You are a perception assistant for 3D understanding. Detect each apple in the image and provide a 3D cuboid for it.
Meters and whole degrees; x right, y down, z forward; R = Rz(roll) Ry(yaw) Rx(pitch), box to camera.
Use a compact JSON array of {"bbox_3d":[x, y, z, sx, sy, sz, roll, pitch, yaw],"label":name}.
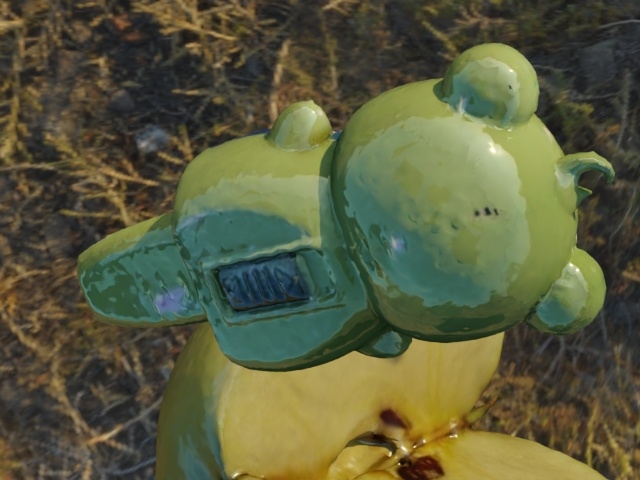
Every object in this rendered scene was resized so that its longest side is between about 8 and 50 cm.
[{"bbox_3d":[0.028,0.145,0.713,0.233,0.257,0.295,-46,70,41],"label":"apple"}]

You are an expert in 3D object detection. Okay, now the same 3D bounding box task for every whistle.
[{"bbox_3d":[0.000,0.000,0.427,0.227,0.085,0.105,-13,108,32],"label":"whistle"}]
